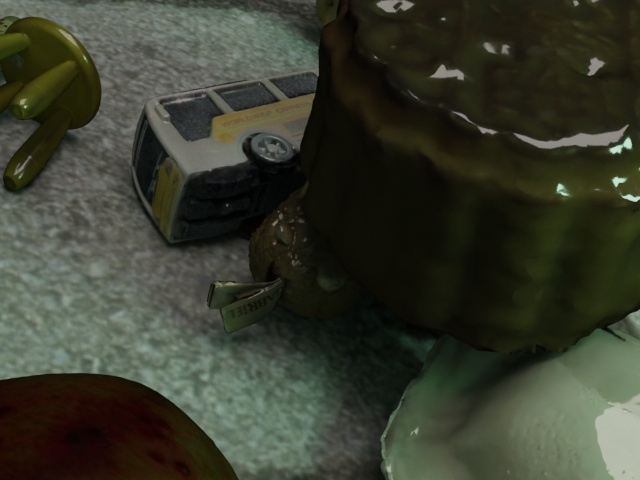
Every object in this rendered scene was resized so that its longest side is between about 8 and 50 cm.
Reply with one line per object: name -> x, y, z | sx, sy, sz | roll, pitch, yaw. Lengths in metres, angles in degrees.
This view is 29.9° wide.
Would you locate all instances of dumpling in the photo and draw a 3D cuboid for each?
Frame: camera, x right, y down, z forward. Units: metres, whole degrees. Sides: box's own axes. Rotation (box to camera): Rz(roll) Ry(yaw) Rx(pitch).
dumpling -> 0.212, 0.199, 0.855 | 0.341, 0.181, 0.260 | 45, 58, 1

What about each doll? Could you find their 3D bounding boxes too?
doll -> 0.002, 0.007, 1.006 | 0.105, 0.115, 0.221 | 44, 65, -4

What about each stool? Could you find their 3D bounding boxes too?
stool -> -0.267, -0.126, 1.054 | 0.135, 0.134, 0.110 | -10, 27, 39

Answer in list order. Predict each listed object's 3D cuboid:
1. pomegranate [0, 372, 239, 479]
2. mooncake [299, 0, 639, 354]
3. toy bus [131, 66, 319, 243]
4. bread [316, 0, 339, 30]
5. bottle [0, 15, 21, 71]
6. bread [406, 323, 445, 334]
pomegranate -> -0.154, 0.227, 0.642 | 0.290, 0.323, 0.291 | -13, 31, 8
mooncake -> 0.147, -0.090, 0.901 | 0.323, 0.187, 0.324 | 5, 45, -5
toy bus -> -0.014, -0.097, 1.134 | 0.342, 0.097, 0.138 | -16, 54, -35
bread -> 0.110, -0.283, 1.270 | 0.274, 0.274, 0.149 | 35, 38, 16
bottle -> -0.319, -0.176, 1.136 | 0.101, 0.063, 0.047 | -40, 100, -43
bread -> 0.175, -0.024, 1.085 | 0.204, 0.163, 0.262 | 12, 47, 1
